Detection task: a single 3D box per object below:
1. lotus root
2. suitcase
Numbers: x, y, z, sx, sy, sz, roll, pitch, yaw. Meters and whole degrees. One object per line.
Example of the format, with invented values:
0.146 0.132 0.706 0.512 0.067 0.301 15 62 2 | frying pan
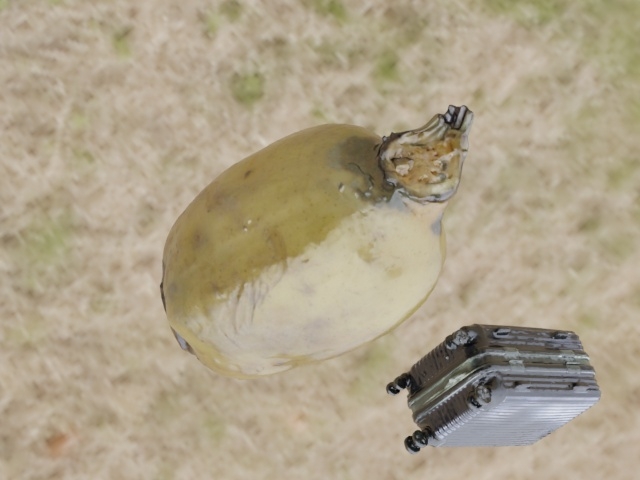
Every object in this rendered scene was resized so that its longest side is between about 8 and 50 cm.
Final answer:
0.000 0.000 0.843 0.221 0.125 0.118 -29 -164 24 | lotus root
0.115 0.097 0.961 0.126 0.059 0.086 6 146 -39 | suitcase
